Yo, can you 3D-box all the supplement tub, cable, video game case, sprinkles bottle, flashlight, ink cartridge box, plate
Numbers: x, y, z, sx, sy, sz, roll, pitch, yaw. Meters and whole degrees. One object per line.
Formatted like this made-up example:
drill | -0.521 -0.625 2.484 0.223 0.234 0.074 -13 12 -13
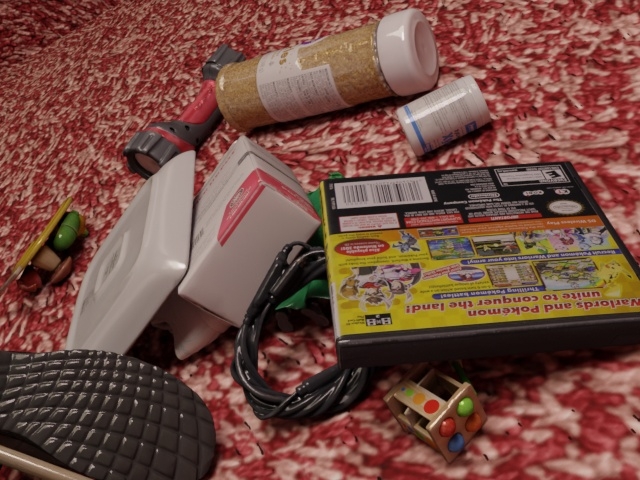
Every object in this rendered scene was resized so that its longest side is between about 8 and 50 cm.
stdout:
supplement tub | 0.159 -0.162 0.922 0.107 0.071 0.071 -25 35 10
cable | -0.009 0.099 0.707 0.150 0.047 0.184 25 79 13
video game case | 0.142 0.010 0.671 0.274 0.035 0.248 -4 37 -1
sprinkles bottle | 0.003 -0.260 1.118 0.355 0.121 0.121 -7 41 31
flashlight | -0.231 -0.233 1.268 0.304 0.103 0.103 -61 10 -29
ink cartridge box | -0.095 -0.019 0.845 0.158 0.092 0.218 -53 23 10
plate | -0.251 0.039 0.902 0.278 0.045 0.277 -49 28 24

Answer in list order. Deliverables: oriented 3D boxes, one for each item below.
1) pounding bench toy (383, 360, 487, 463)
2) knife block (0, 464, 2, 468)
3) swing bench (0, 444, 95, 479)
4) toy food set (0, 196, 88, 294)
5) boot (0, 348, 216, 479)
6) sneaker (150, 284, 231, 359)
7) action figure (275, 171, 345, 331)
pounding bench toy | 0.111 0.135 0.606 0.083 0.052 0.065 -44 37 -18
knife block | -0.370 0.344 0.678 0.242 0.088 0.275 -43 36 -16
swing bench | -0.288 0.287 0.521 0.253 0.165 0.255 20 46 0
toy food set | -0.440 0.025 1.157 0.128 0.071 0.218 -38 24 36
boot | -0.283 0.179 0.751 0.223 0.338 0.118 128 160 -66
sneaker | -0.182 0.068 0.899 0.094 0.080 0.212 -46 34 5
action figure | 0.000 0.000 0.847 0.137 0.063 0.232 -11 43 30
